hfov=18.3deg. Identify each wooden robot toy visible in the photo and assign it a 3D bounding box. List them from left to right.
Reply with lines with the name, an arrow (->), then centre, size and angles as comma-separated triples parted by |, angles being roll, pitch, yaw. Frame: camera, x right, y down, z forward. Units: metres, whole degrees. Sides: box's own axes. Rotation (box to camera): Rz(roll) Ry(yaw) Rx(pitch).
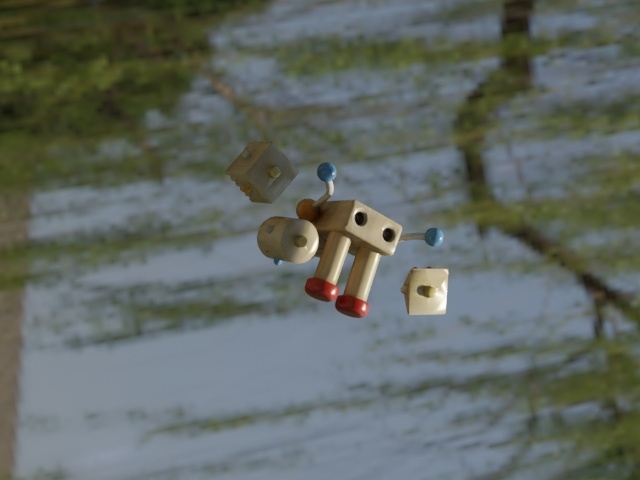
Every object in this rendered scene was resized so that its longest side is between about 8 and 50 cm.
wooden robot toy -> 0.000, 0.000, 1.250 | 0.079, 0.173, 0.076 | 8, -110, 58
